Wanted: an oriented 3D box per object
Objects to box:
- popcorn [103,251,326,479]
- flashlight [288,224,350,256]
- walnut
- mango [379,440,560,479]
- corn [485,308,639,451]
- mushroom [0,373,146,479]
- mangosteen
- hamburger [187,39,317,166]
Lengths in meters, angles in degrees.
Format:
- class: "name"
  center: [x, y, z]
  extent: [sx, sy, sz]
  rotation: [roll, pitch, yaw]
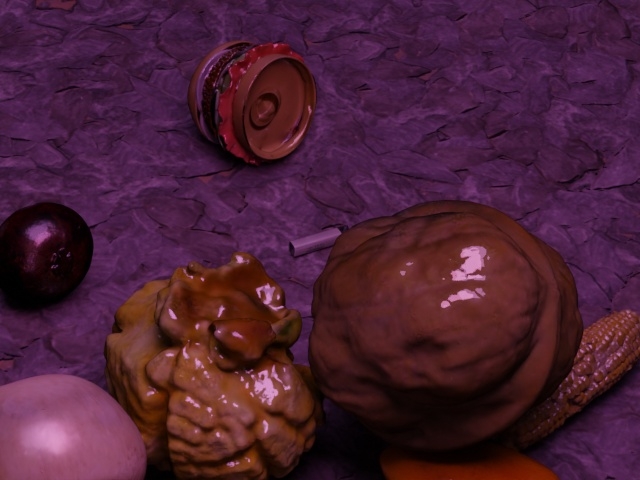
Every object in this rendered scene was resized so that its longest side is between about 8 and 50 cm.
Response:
- class: "popcorn"
  center: [-0.117, 0.148, 1.733]
  extent: [0.224, 0.270, 0.257]
  rotation: [-21, 95, -22]
- class: "flashlight"
  center: [0.000, 0.000, 2.045]
  extent: [0.083, 0.018, 0.018]
  rotation: [-17, 47, -23]
- class: "walnut"
  center: [0.129, 0.087, 1.692]
  extent: [0.277, 0.282, 0.253]
  rotation: [-18, 44, 31]
- class: "mango"
  center: [0.169, 0.268, 1.733]
  extent: [0.217, 0.102, 0.141]
  rotation: [19, 40, 10]
- class: "corn"
  center: [0.283, 0.167, 1.864]
  extent: [0.288, 0.086, 0.086]
  rotation: [-29, 54, -31]
- class: "mushroom"
  center: [-0.300, 0.262, 1.614]
  extent: [0.254, 0.260, 0.234]
  rotation: [-9, 82, -28]
- class: "mangosteen"
  center: [-0.347, 0.012, 1.928]
  extent: [0.140, 0.140, 0.140]
  rotation: [4, 44, -3]
- class: "hamburger"
  center: [-0.101, -0.195, 2.134]
  extent: [0.137, 0.175, 0.175]
  rotation: [24, 45, 36]
